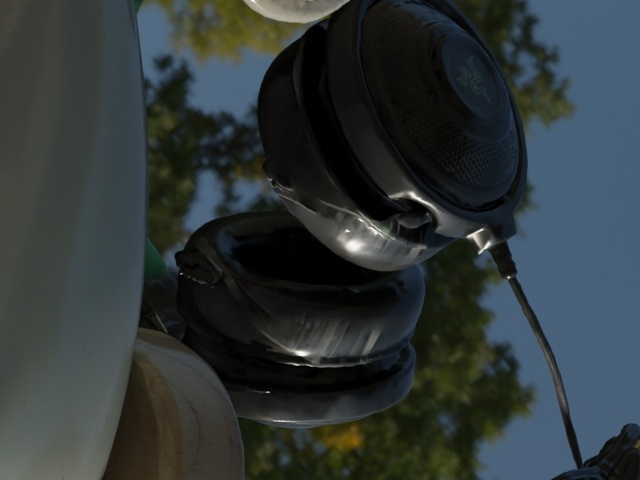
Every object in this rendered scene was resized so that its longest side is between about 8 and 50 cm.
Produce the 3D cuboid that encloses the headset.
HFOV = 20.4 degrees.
[{"bbox_3d":[0.000,0.000,0.850,0.394,0.185,0.243,39,-59,19],"label":"headset"}]

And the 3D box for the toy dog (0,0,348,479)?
[{"bbox_3d":[-0.114,-0.040,0.475,0.161,0.220,0.333,1,-115,30],"label":"toy dog"}]
